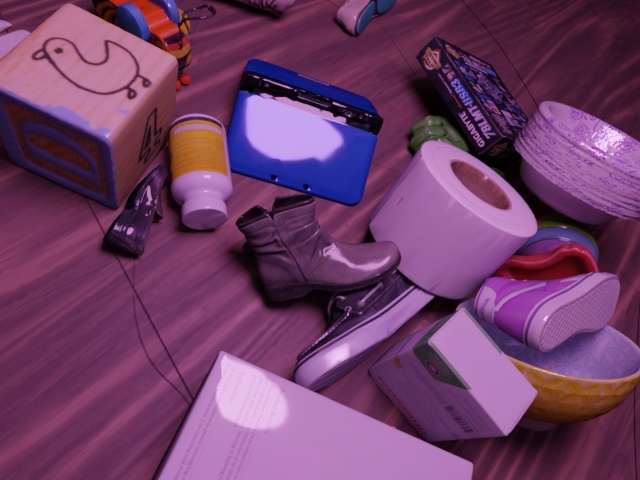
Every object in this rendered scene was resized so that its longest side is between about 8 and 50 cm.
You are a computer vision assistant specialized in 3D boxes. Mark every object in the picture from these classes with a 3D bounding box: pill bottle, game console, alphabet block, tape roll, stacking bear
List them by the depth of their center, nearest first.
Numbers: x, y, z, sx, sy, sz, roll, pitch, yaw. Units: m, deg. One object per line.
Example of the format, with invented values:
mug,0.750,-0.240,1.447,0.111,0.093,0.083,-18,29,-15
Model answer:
alphabet block,-0.359,-0.205,0.718,0.192,0.193,0.197,26,58,-9
pill bottle,-0.206,-0.117,0.782,0.103,0.103,0.184,-1,64,-21
tape roll,0.236,-0.040,0.825,0.246,0.169,0.246,23,36,-18
game console,-0.037,-0.234,0.953,0.293,0.173,0.250,16,29,-13
stacking bear,0.498,0.003,0.960,0.164,0.175,0.289,54,44,-20

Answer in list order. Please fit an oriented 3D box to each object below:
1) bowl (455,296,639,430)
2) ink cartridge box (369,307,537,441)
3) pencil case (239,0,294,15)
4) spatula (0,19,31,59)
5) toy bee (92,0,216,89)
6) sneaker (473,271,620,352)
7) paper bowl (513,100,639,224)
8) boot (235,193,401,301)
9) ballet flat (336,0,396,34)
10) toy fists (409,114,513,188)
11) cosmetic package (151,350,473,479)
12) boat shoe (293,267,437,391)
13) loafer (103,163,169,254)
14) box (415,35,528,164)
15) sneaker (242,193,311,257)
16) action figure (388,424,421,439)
bowl,0.361,0.221,0.771,0.289,0.289,0.156,0,107,-21
ink cartridge box,0.187,0.213,0.693,0.093,0.212,0.154,-35,79,-31
pencil case,-0.243,-0.647,1.012,0.410,0.160,0.184,12,51,-15
spatula,-0.638,-0.328,0.779,0.168,0.019,0.242,37,57,-1
toy bee,-0.319,-0.375,0.866,0.195,0.162,0.298,-25,50,-21
sneaker,0.377,0.091,0.770,0.282,0.161,0.102,-5,105,-34
paper bowl,0.519,-0.142,0.896,0.284,0.148,0.284,17,36,-13
boot,0.000,0.000,0.721,0.246,0.161,0.083,-13,27,2
ballet flat,0.122,-0.625,1.191,0.086,0.086,0.248,39,58,2
toy fists,0.308,-0.165,1.007,0.142,0.096,0.279,-25,76,-29
cosmetic package,-0.013,0.330,0.596,0.384,0.156,0.217,28,58,-6
boat shoe,0.065,0.127,0.765,0.335,0.121,0.119,-27,68,-41
loafer,-0.289,-0.052,0.752,0.061,0.062,0.170,36,58,-27
box,0.392,-0.323,1.079,0.295,0.073,0.293,-4,61,-46
sneaker,-0.074,-0.030,0.821,0.170,0.051,0.089,-15,70,-31
action figure,0.153,0.330,0.726,0.115,0.038,0.030,33,79,-3
